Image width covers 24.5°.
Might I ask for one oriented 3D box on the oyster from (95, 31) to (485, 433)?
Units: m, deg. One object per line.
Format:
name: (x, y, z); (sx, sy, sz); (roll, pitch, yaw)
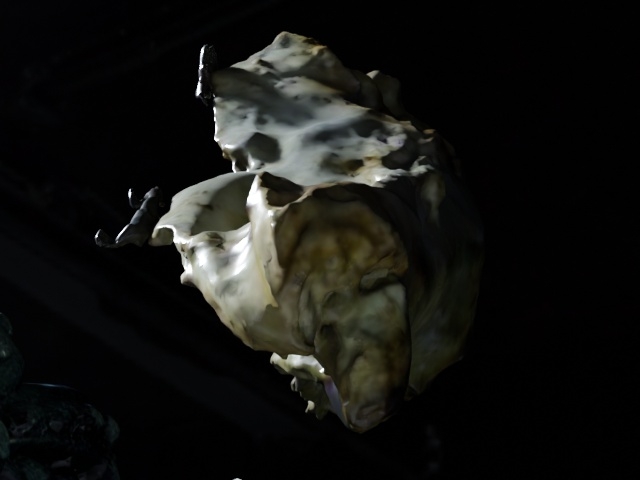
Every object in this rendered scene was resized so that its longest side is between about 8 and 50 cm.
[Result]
oyster: (-0.001, -0.008, 0.673); (0.133, 0.197, 0.337); (-21, 3, 12)

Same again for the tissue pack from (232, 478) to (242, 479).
tissue pack: (0.074, 0.265, 0.217); (0.253, 0.416, 0.264); (2, -20, 19)

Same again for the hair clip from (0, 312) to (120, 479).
hair clip: (-0.245, 0.122, 0.855); (0.194, 0.206, 0.310); (-30, -6, 7)
